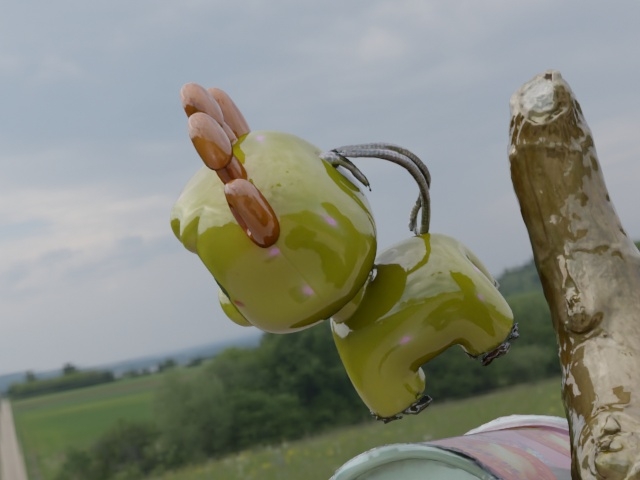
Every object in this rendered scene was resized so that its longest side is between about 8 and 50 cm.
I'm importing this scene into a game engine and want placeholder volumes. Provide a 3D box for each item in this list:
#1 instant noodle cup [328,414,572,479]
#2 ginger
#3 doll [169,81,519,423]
[{"bbox_3d":[0.110,0.238,0.887,0.243,0.243,0.231,-14,-16,27],"label":"instant noodle cup"},{"bbox_3d":[0.144,0.057,0.619,0.086,0.295,0.131,-25,-17,26],"label":"ginger"},{"bbox_3d":[0.000,0.000,0.709,0.135,0.221,0.143,-38,26,12],"label":"doll"}]
